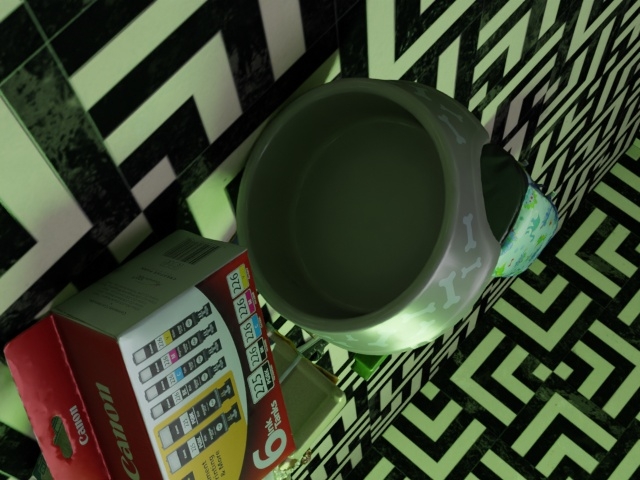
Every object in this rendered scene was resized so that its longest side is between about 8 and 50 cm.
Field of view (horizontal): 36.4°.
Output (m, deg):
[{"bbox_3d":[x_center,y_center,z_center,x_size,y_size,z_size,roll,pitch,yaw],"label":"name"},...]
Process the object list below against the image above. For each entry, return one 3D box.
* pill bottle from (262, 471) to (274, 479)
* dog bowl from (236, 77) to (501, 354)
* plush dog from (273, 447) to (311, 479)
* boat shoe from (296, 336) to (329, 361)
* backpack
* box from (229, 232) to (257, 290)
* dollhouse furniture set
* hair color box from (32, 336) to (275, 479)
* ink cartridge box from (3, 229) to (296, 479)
[{"bbox_3d":[-0.219,0.414,1.613,0.264,0.146,0.146,-11,144,-23],"label":"pill bottle"},{"bbox_3d":[0.046,-0.037,1.181,0.348,0.349,0.102,-56,150,13],"label":"dog bowl"},{"bbox_3d":[-0.097,0.379,1.859,0.225,0.211,0.262,-45,149,-43],"label":"plush dog"},{"bbox_3d":[-0.016,0.231,2.007,0.142,0.040,0.049,-27,150,-51],"label":"boat shoe"},{"bbox_3d":[0.393,-0.046,2.188,0.290,0.273,0.355,-60,174,5],"label":"backpack"},{"bbox_3d":[-0.075,-0.010,1.362,0.169,0.059,0.054,-55,160,9],"label":"box"},{"bbox_3d":[-0.024,0.225,1.750,0.301,0.197,0.151,-48,172,-9],"label":"dollhouse furniture set"},{"bbox_3d":[-0.228,0.234,1.387,0.347,0.105,0.174,-25,147,-54],"label":"hair color box"},{"bbox_3d":[-0.188,0.190,1.151,0.272,0.130,0.309,-36,127,-38],"label":"ink cartridge box"}]
